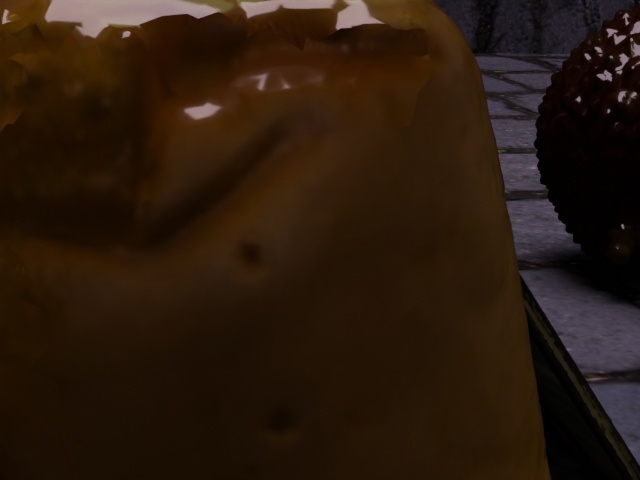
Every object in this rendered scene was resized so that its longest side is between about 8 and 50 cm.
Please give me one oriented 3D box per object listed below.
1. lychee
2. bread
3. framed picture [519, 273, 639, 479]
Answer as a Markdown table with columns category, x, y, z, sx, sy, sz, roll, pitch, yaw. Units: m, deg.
| category | x | y | z | sx | sy | sz | roll | pitch | yaw |
| --- | --- | --- | --- | --- | --- | --- | --- | --- | --- |
| lychee | 0.353 | -0.097 | 1.117 | 0.275 | 0.276 | 0.304 | 12 | 55 | 30 |
| bread | -0.079 | 0.021 | 0.529 | 0.250 | 0.394 | 0.361 | -22 | 26 | -17 |
| framed picture | 0.069 | 0.011 | 0.711 | 0.016 | 0.347 | 0.265 | -40 | 28 | -8 |
